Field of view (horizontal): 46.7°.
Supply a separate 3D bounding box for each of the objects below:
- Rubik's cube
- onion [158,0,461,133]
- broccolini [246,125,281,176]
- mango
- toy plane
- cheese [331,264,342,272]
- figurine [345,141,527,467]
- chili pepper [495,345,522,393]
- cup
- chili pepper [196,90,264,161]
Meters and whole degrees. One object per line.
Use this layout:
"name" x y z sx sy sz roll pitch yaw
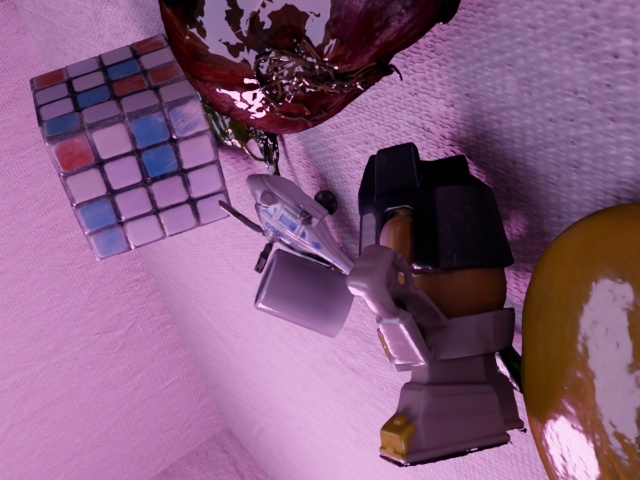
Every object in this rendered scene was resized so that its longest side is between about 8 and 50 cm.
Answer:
"Rubik's cube" -0.321 -0.163 1.277 0.253 0.259 0.256 -120 13 -47
"onion" -0.010 -0.213 0.608 0.221 0.281 0.281 19 178 -28
"broccolini" -0.067 -0.086 1.140 0.044 0.042 0.218 32 142 50
"mango" 0.249 0.126 0.607 0.195 0.142 0.332 8 119 63
"toy plane" -0.004 0.005 1.036 0.273 0.182 0.107 49 126 22
"cheese" 0.006 0.025 1.178 0.083 0.030 0.044 41 176 29
"figurine" 0.111 0.051 0.693 0.308 0.143 0.309 -4 -90 -81
"chili pepper" 0.171 0.106 0.864 0.182 0.050 0.073 32 112 43
"cup" -0.026 0.082 1.127 0.133 0.099 0.136 21 167 -9
"chili pepper" -0.135 -0.194 1.118 0.072 0.073 0.204 28 144 65
